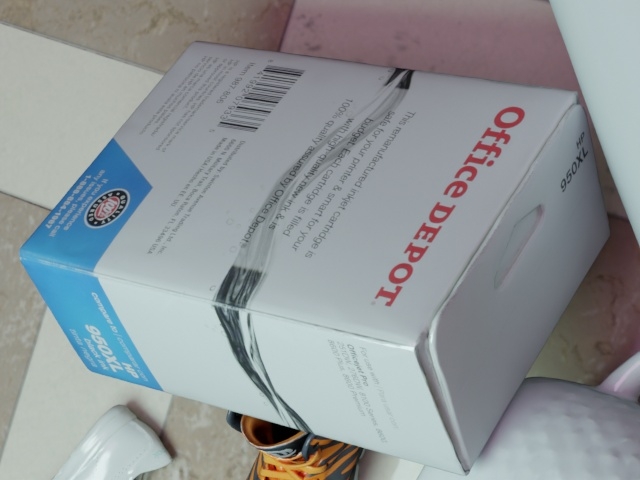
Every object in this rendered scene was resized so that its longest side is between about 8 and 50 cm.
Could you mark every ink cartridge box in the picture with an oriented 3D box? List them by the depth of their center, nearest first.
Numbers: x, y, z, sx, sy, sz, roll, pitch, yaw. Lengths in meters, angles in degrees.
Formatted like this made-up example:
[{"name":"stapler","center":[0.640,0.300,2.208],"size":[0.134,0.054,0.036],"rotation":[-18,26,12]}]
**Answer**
[{"name":"ink cartridge box","center":[0.000,0.000,1.382],"size":[0.395,0.166,0.285],"rotation":[12,51,33]}]

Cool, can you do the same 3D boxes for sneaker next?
[{"name":"sneaker","center":[-0.036,0.204,1.483],"size":[0.124,0.180,0.321],"rotation":[19,95,23]},{"name":"sneaker","center":[-0.228,0.268,1.623],"size":[0.094,0.080,0.212],"rotation":[39,101,8]}]

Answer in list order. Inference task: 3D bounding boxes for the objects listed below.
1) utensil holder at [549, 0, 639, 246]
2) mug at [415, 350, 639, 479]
[{"name":"utensil holder","center":[0.345,-0.177,1.268],"size":[0.327,0.327,0.385],"rotation":[-21,81,21]},{"name":"mug","center":[0.268,0.237,1.314],"size":[0.328,0.276,0.374],"rotation":[41,94,26]}]
